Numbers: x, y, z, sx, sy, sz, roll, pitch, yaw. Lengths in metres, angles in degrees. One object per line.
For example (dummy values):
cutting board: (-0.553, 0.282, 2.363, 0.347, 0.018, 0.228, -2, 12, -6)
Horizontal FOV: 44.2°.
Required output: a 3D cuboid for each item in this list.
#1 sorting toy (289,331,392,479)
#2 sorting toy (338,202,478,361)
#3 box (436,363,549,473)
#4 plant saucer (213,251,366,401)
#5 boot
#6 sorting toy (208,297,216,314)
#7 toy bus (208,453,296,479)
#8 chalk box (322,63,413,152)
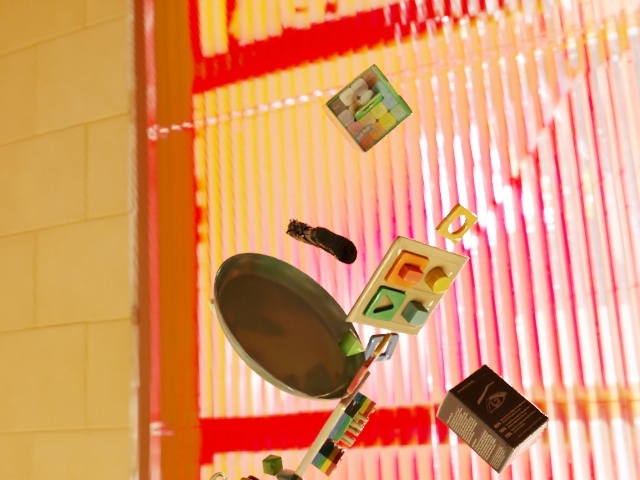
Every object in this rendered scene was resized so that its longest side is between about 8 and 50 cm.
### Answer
sorting toy: (0.038, 0.259, 1.120, 0.274, 0.046, 0.132, -61, -10, 19)
sorting toy: (0.160, 0.089, 1.375, 0.196, 0.347, 0.047, 14, -155, -39)
box: (0.410, 0.423, 1.891, 0.153, 0.207, 0.108, -24, -37, -36)
plant saucer: (-0.058, 0.153, 1.363, 0.317, 0.044, 0.317, 32, -152, -20)
boot: (0.000, 0.001, 1.461, 0.121, 0.099, 0.045, 32, -102, -36)
sorting toy: (-0.158, 0.140, 1.418, 0.045, 0.083, 0.075, -17, -78, -30)
toy bus: (-0.081, 0.468, 1.301, 0.202, 0.104, 0.191, 1, -90, -54)
chalk box: (0.096, -0.269, 1.625, 0.132, 0.132, 0.213, 50, -177, -8)
